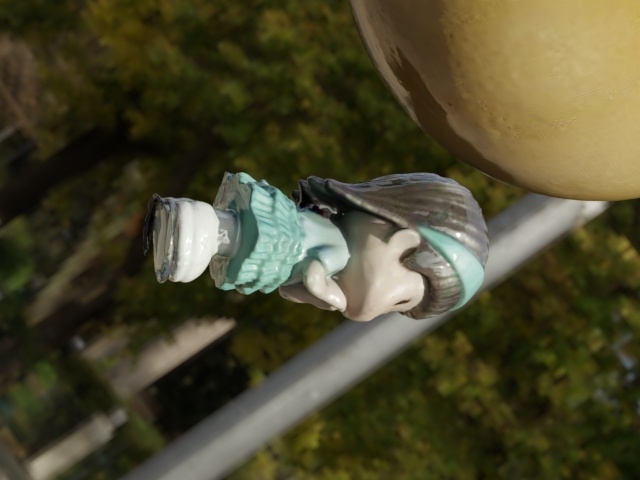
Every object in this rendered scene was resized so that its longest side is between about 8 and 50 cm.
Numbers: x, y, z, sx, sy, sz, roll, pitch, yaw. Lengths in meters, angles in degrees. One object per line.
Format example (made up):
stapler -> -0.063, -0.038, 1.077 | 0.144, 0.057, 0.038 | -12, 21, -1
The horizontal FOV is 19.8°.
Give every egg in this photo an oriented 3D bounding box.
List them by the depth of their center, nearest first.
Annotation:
egg -> 0.166, -0.178, 1.135 | 0.301, 0.301, 0.374 | 52, 7, 20

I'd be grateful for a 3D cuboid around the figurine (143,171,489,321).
figurine -> 0.000, 0.000, 1.302 | 0.138, 0.245, 0.110 | -164, -101, -72
